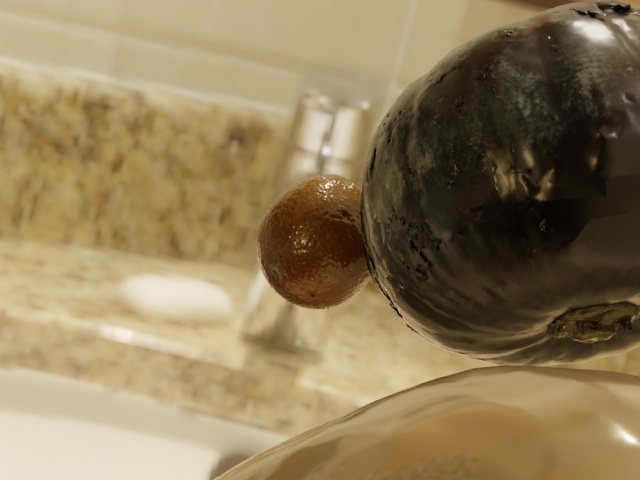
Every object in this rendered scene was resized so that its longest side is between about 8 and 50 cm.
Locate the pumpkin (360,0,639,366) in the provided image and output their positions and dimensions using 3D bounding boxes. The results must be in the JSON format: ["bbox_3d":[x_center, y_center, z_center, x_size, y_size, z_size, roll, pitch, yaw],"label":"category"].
[{"bbox_3d":[0.135,-0.023,0.945,0.233,0.163,0.233,-11,-25,-5],"label":"pumpkin"}]

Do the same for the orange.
[{"bbox_3d":[0.000,0.000,1.045,0.085,0.085,0.085,14,10,-3],"label":"orange"}]

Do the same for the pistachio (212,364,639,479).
[{"bbox_3d":[0.053,0.152,0.563,0.321,0.229,0.238,-17,24,30],"label":"pistachio"}]
